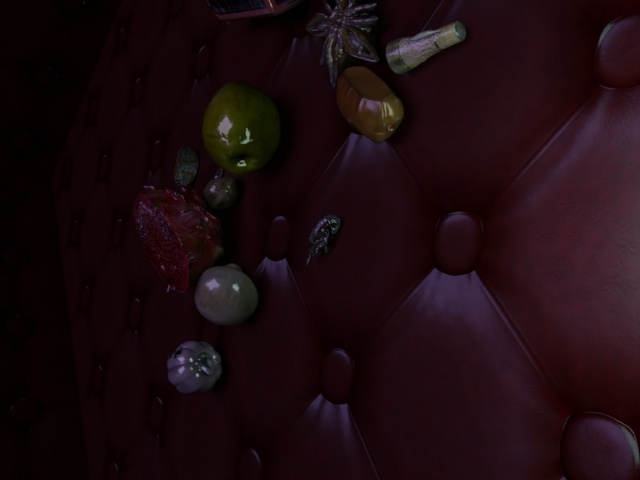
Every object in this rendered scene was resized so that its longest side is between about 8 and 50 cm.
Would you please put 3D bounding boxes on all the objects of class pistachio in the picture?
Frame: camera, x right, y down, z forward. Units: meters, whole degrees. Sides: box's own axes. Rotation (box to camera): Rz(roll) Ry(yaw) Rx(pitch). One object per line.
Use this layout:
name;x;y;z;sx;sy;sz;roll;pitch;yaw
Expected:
pistachio;-0.350;-0.161;2.165;0.185;0.108;0.126;-29;35;54

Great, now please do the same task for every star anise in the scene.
star anise;0.078;-0.596;1.701;0.292;0.108;0.350;-40;63;32

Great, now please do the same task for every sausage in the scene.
sausage;0.120;-0.341;1.574;0.241;0.120;0.136;-126;23;-46

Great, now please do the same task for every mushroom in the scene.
mushroom;-0.290;0.172;1.972;0.206;0.209;0.207;0;92;13

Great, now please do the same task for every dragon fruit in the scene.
dragon fruit;-0.465;-0.022;2.146;0.386;0.249;0.371;26;134;43

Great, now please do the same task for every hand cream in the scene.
hand cream;0.251;-0.458;1.472;0.203;0.084;0.084;-9;75;45

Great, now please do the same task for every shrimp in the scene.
shrimp;0.000;0.000;1.709;0.057;0.065;0.165;-82;14;-64

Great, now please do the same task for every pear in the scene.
pear;-0.247;-0.354;1.959;0.253;0.252;0.307;-47;33;36

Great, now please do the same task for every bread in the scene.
bread;-0.530;-0.283;2.442;0.094;0.082;0.157;-17;67;53

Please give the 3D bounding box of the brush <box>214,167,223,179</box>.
brush;-0.351;-0.271;2.264;0.043;0.014;0.170;47;118;48

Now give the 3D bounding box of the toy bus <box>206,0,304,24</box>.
toy bus;-0.224;-0.843;2.039;0.426;0.203;0.233;21;141;53

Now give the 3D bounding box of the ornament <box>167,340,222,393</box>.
ornament;-0.408;0.415;2.057;0.177;0.177;0.178;-15;70;50
